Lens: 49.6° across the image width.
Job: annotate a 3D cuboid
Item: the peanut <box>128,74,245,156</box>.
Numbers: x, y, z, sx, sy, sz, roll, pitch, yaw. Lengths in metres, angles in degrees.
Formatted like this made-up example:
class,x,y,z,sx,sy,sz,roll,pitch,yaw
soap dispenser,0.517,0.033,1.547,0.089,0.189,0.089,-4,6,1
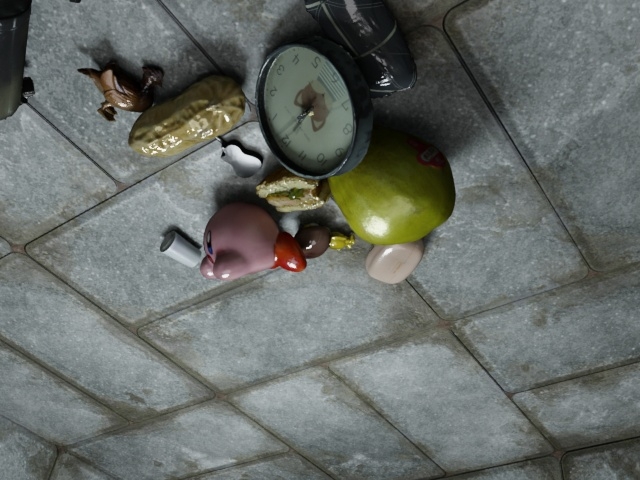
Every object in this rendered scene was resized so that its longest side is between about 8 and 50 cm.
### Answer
class,x,y,z,sx,sy,sz,roll,pitch,yaw
peanut,-0.327,-0.293,1.692,0.325,0.153,0.140,-23,119,14

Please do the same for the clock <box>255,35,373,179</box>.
class,x,y,z,sx,sy,sz,roll,pitch,yaw
clock,-0.021,-0.297,1.582,0.325,0.067,0.325,21,123,37

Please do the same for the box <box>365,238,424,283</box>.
class,x,y,z,sx,sy,sz,roll,pitch,yaw
box,0.217,0.046,2.032,0.146,0.088,0.200,18,136,-13

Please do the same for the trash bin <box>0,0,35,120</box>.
class,x,y,z,sx,sy,sz,roll,pitch,yaw
trash bin,-0.774,-0.441,1.568,0.252,0.203,0.301,-1,143,-28

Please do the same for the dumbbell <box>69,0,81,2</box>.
class,x,y,z,sx,sy,sz,roll,pitch,yaw
dumbbell,-0.577,-0.552,1.544,0.083,0.036,0.040,7,137,0

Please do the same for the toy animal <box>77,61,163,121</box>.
class,x,y,z,sx,sy,sz,roll,pitch,yaw
toy animal,-0.487,-0.384,1.684,0.188,0.089,0.179,37,113,-28

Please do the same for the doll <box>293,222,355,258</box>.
class,x,y,z,sx,sy,sz,roll,pitch,yaw
doll,-0.002,0.003,2.023,0.188,0.096,0.145,7,159,-37

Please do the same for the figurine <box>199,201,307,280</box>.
class,x,y,z,sx,sy,sz,roll,pitch,yaw
figurine,-0.206,-0.005,1.952,0.261,0.211,0.270,-7,-177,-24

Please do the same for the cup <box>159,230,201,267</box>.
class,x,y,z,sx,sy,sz,roll,pitch,yaw
cup,-0.435,0.029,2.120,0.116,0.074,0.104,37,153,-34

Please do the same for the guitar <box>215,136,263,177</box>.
class,x,y,z,sx,sy,sz,roll,pitch,yaw
guitar,-0.254,-0.250,1.827,0.088,0.025,0.233,-30,126,34

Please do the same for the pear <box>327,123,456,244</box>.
class,x,y,z,sx,sy,sz,roll,pitch,yaw
pear,0.151,-0.151,1.705,0.375,0.287,0.287,33,134,2

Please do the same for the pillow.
class,x,y,z,sx,sy,sz,roll,pitch,yaw
pillow,0.090,-0.451,1.527,0.161,0.092,0.335,-18,131,29

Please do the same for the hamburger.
class,x,y,z,sx,sy,sz,roll,pitch,yaw
hamburger,-0.060,-0.153,1.804,0.124,0.131,0.262,38,159,-28
